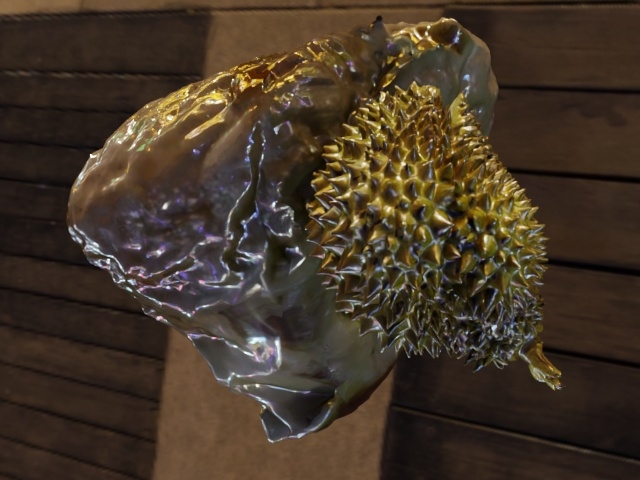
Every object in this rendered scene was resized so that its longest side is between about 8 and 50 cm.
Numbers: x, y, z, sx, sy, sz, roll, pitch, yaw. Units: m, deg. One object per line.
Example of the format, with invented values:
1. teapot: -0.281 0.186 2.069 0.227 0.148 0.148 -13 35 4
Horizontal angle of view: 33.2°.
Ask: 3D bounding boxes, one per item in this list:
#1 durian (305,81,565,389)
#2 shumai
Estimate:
1. durian: 0.067 0.017 0.644 0.146 0.102 0.208 -42 88 30
2. shumai: 0.001 0.003 0.794 0.217 0.346 0.283 -9 100 63
